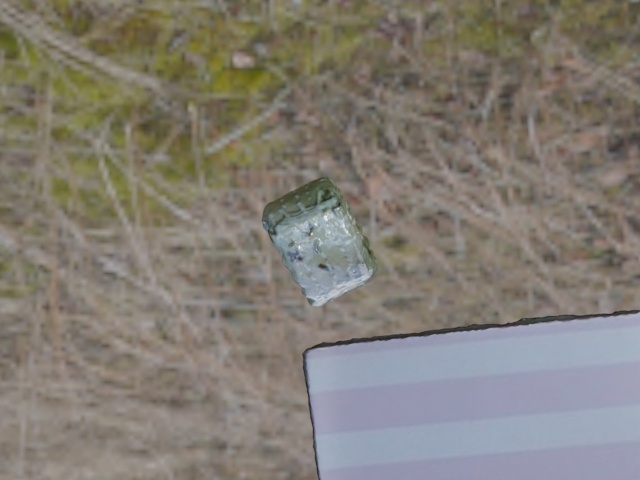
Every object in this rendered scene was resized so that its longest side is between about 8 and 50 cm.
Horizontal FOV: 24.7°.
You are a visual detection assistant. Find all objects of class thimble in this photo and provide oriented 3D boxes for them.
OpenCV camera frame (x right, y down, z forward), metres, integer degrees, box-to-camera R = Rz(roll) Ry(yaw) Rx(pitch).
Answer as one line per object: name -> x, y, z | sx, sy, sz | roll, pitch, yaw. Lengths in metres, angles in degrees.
thimble -> 0.000, 0.000, 1.093 | 0.062, 0.084, 0.110 | -28, 162, 4

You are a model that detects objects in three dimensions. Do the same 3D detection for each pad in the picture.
pad -> 0.110, 0.169, 0.456 | 0.202, 0.299, 0.005 | -6, -174, 1
